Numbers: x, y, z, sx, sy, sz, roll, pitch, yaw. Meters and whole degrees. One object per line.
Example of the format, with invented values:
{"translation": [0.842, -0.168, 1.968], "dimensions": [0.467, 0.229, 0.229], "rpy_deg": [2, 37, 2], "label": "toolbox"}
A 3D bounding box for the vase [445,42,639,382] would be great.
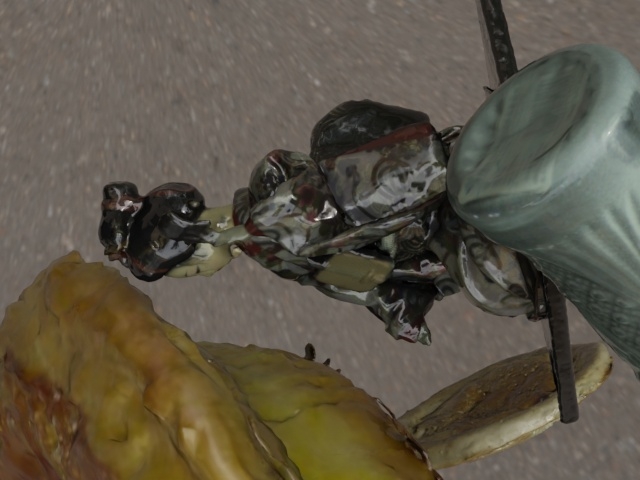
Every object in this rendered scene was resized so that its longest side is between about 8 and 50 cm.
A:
{"translation": [0.139, 0.026, 0.571], "dimensions": [0.096, 0.096, 0.219], "rpy_deg": [-45, 116, 5], "label": "vase"}

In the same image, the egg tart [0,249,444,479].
{"translation": [-0.034, 0.200, 0.853], "dimensions": [0.178, 0.443, 0.443], "rpy_deg": [-22, 106, -24], "label": "egg tart"}

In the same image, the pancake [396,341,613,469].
{"translation": [0.104, 0.095, 0.934], "dimensions": [0.152, 0.151, 0.025], "rpy_deg": [-23, 94, -1], "label": "pancake"}

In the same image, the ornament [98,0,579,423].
{"translation": [0.000, 0.000, 0.692], "dimensions": [0.196, 0.153, 0.166], "rpy_deg": [-11, 147, 7], "label": "ornament"}
